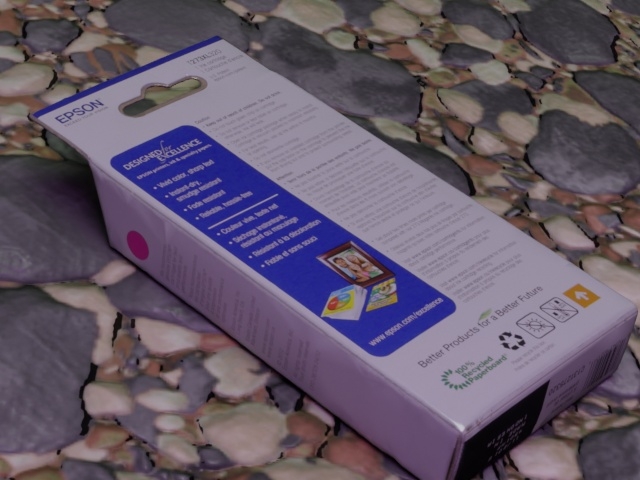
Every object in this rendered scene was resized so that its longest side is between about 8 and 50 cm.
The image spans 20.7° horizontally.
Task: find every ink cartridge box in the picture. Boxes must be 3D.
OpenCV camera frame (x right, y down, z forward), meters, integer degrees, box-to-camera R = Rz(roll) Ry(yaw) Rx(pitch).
[{"bbox_3d":[0.000,0.000,1.103,0.371,0.069,0.176,37,45,27],"label":"ink cartridge box"}]
